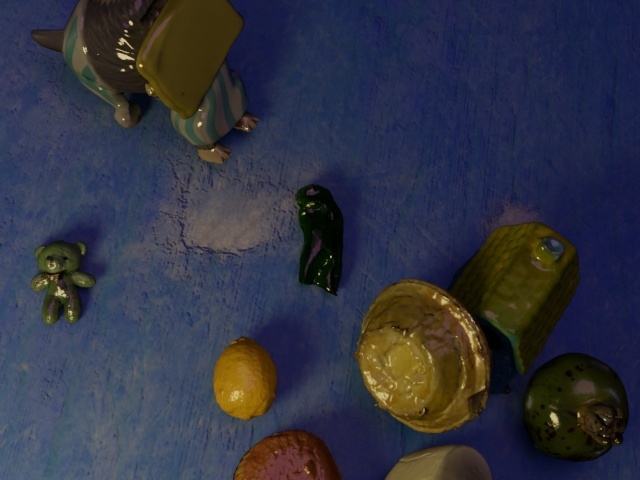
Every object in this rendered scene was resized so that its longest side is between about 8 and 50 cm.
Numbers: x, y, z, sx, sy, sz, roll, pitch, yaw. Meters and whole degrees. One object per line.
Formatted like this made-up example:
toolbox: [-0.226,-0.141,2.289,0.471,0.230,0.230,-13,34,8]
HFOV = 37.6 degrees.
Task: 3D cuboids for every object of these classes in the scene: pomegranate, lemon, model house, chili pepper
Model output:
pomegranate: [0.470,0.309,1.693,0.202,0.248,0.202,-1,97,-8]
lemon: [-0.131,0.240,1.647,0.114,0.114,0.155,6,60,-11]
model house: [0.339,0.110,1.718,0.215,0.303,0.237,34,65,9]
chili pepper: [0.001,-0.001,1.806,0.098,0.061,0.224,3,66,-20]

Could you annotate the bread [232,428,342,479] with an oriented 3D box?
bread: [-0.050,0.420,1.596,0.199,0.104,0.199,4,69,-10]

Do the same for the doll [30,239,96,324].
doll: [-0.458,0.072,1.665,0.115,0.077,0.150,-6,81,-5]

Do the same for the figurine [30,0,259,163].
figurine: [-0.343,-0.360,1.808,0.377,0.361,0.266,19,56,32]

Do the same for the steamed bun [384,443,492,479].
steamed bun: [0.189,0.468,1.581,0.155,0.200,0.250,39,58,-11]

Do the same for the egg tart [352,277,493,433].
egg tart: [0.165,0.211,1.631,0.115,0.290,0.290,-22,73,-46]
